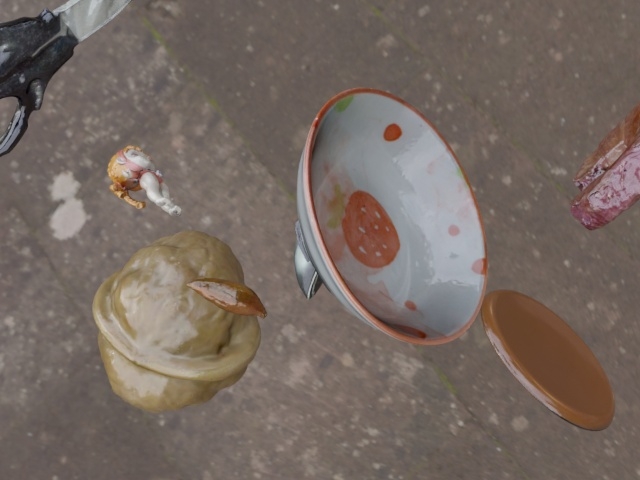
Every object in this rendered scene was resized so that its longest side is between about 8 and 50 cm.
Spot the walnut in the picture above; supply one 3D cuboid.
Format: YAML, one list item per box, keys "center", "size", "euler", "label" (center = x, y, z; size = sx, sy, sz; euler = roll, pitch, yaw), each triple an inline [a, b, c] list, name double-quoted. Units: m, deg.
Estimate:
- center: [-0.237, 0.141, 1.678]
  size: [0.285, 0.285, 0.296]
  euler: [39, 122, 32]
  label: "walnut"

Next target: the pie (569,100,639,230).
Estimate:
- center: [0.370, -0.105, 1.197]
  size: [0.054, 0.219, 0.204]
  euler: [40, 105, 1]
  label: "pie"

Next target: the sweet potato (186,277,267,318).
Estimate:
- center: [-0.100, 0.061, 1.105]
  size: [0.095, 0.034, 0.034]
  euler: [21, 77, -13]
  label: "sweet potato"

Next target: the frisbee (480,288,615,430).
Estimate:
- center: [0.328, 0.164, 1.445]
  size: [0.021, 0.250, 0.251]
  euler: [-48, 55, 28]
  label: "frisbee"

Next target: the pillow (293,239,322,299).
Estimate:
- center: [-0.002, -0.001, 1.245]
  size: [0.055, 0.136, 0.091]
  euler: [24, 45, 8]
  label: "pillow"

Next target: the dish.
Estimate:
- center: [0.053, -0.014, 0.996]
  size: [0.085, 0.260, 0.260]
  euler: [-23, 59, 41]
  label: "dish"

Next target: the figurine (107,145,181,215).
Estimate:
- center: [-0.162, -0.050, 0.922]
  size: [0.047, 0.064, 0.109]
  euler: [-49, 43, 0]
  label: "figurine"

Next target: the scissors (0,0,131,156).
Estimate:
- center: [-0.162, -0.147, 0.680]
  size: [0.300, 0.109, 0.022]
  euler: [-38, 52, -14]
  label: "scissors"
